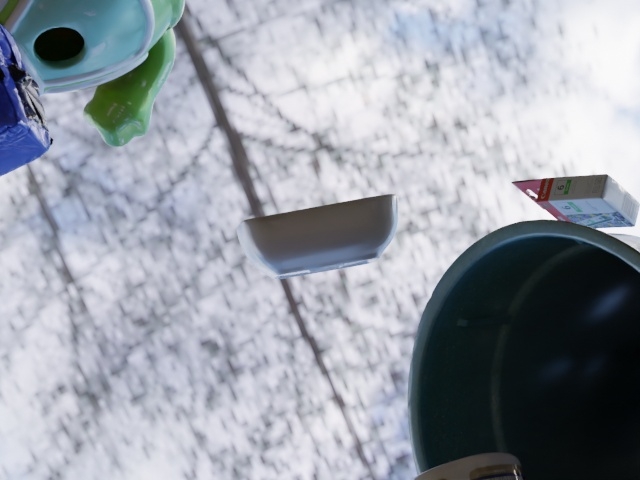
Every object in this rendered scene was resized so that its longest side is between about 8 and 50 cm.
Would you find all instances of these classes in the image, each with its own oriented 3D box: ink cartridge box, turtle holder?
[{"bbox_3d":[0.243,-0.035,1.661,0.115,0.063,0.029,-3,-119,43],"label":"ink cartridge box"},{"bbox_3d":[-0.280,-0.265,1.873,0.243,0.320,0.227,33,-111,13],"label":"turtle holder"}]

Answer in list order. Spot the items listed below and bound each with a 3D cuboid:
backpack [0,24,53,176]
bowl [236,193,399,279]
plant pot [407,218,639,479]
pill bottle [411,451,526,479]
[{"bbox_3d":[-0.257,-0.112,1.231,0.098,0.101,0.120,-22,-114,6],"label":"backpack"},{"bbox_3d":[0.000,0.000,1.506,0.142,0.053,0.142,-9,177,-5],"label":"bowl"},{"bbox_3d":[0.310,0.140,1.444,0.334,0.341,0.341,-6,-162,-40],"label":"plant pot"},{"bbox_3d":[0.130,0.255,1.309,0.094,0.094,0.169,-17,-112,6],"label":"pill bottle"}]
